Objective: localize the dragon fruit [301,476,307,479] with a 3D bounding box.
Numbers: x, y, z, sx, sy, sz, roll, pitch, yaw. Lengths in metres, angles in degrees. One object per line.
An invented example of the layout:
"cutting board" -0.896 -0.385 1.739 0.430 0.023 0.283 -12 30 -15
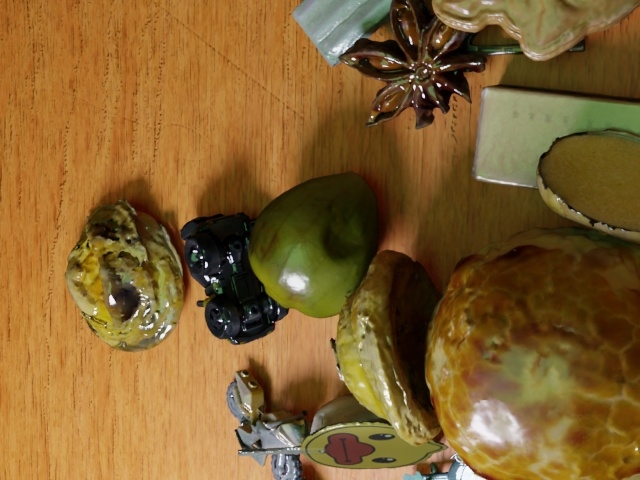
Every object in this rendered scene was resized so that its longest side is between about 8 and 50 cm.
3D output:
"dragon fruit" -0.040 0.469 1.632 0.086 0.081 0.116 -14 114 43

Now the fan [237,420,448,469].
"fan" 0.034 0.329 1.481 0.335 0.229 0.011 -3 59 4

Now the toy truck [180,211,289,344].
"toy truck" -0.163 0.064 1.607 0.165 0.147 0.224 -8 98 53

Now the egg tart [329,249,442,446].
"egg tart" 0.109 0.160 1.382 0.115 0.290 0.290 -12 93 27

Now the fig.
"fig" -0.008 0.001 1.461 0.207 0.207 0.230 29 110 21

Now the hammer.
"hammer" 0.292 -0.281 1.360 0.182 0.017 0.062 1 99 27

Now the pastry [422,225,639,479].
"pastry" 0.317 0.170 1.255 0.389 0.313 0.388 7 105 27

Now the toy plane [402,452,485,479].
"toy plane" 0.230 0.370 1.478 0.235 0.060 0.096 -14 92 30

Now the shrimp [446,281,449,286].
"shrimp" 0.217 0.099 1.460 0.038 0.029 0.092 -13 87 38

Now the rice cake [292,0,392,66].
"rice cake" 0.067 -0.382 1.448 0.237 0.043 0.127 -37 80 28

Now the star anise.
"star anise" 0.141 -0.274 1.393 0.220 0.099 0.214 -3 99 27

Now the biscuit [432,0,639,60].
"biscuit" 0.320 -0.401 1.252 0.376 0.051 0.269 -30 82 13

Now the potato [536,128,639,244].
"potato" 0.377 -0.056 1.212 0.200 0.164 0.081 27 151 27

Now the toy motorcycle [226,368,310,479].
"toy motorcycle" -0.087 0.311 1.614 0.229 0.094 0.129 49 132 35

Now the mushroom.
"mushroom" 0.077 0.298 1.528 0.247 0.096 0.108 -22 94 29

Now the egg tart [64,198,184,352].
"egg tart" -0.379 0.068 1.725 0.297 0.132 0.297 4 97 33

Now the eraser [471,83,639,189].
"eraser" 0.388 -0.130 1.298 0.344 0.078 0.144 11 105 26
